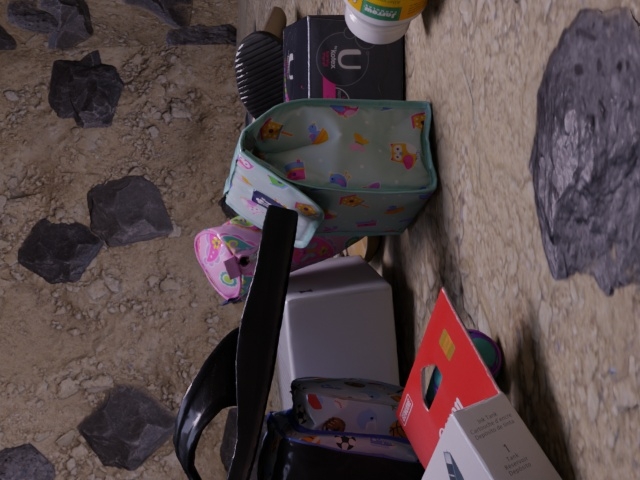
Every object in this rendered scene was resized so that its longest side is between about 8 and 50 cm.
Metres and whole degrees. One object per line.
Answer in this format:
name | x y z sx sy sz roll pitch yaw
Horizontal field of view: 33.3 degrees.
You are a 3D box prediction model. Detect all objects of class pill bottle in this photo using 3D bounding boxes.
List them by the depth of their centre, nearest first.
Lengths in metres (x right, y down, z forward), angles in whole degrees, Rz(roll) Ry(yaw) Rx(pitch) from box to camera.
pill bottle | 0.085 -0.337 1.304 0.208 0.118 0.117 105 160 -63

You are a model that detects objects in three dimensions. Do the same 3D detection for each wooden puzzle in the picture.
wooden puzzle | -0.107 -0.337 2.465 0.322 0.081 0.347 -81 0 -66

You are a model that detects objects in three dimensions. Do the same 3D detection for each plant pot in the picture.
plant pot | 0.070 -0.071 1.784 0.236 0.032 0.236 177 90 -82

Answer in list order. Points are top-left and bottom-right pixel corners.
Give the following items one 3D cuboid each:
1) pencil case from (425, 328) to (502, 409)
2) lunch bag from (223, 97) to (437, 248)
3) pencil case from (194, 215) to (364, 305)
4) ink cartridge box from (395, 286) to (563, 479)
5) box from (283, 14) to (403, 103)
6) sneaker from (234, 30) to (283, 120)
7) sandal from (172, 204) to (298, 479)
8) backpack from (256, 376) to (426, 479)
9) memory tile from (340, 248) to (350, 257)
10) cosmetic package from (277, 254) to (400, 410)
pencil case | 0.155 0.165 1.195 0.151 0.065 0.070 98 157 -54
lunch bag | 0.005 -0.089 1.438 0.223 0.262 0.160 120 146 -72
pencil case | -0.045 -0.010 1.593 0.124 0.284 0.124 38 140 40
ink cartridge box | 0.136 0.235 1.106 0.261 0.066 0.296 60 158 29
box | 0.028 -0.251 1.623 0.270 0.143 0.165 -145 53 -78
sneaker | -0.045 -0.252 1.872 0.146 0.122 0.330 -87 -28 -44
sandal | -0.115 0.172 1.349 0.167 0.107 0.445 96 -175 -83
backpack | 0.034 0.284 1.404 0.263 0.277 0.213 156 128 -75
memory tile | 0.050 0.011 2.008 0.148 0.012 0.113 172 95 -81
cosmetic package | 0.029 0.271 1.656 0.230 0.162 0.453 -128 32 -75
